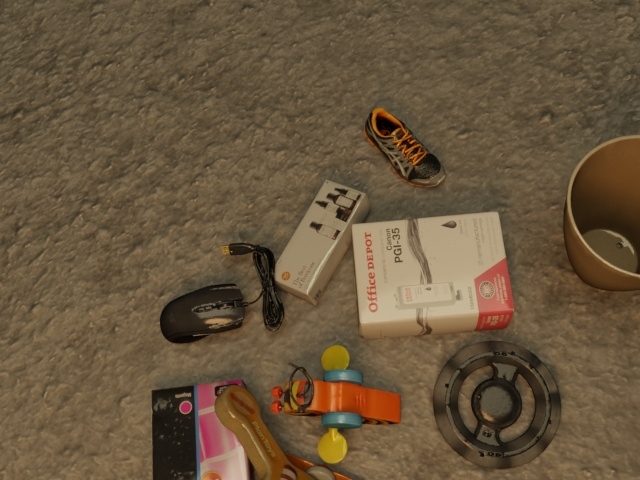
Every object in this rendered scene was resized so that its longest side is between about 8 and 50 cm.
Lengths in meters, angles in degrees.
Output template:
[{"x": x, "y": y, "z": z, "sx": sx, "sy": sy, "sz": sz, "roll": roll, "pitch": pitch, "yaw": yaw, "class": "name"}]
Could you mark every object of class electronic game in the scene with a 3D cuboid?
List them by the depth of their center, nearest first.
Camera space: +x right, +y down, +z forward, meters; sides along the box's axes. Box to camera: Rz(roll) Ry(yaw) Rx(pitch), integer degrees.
[{"x": 0.320, "y": 0.297, "z": 1.368, "sx": 0.230, "sy": 0.048, "sz": 0.229, "roll": -1, "pitch": 77, "yaw": 6, "class": "electronic game"}]

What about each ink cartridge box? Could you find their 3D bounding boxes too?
[{"x": -0.209, "y": 0.442, "z": 1.342, "sx": 0.176, "sy": 0.069, "sz": 0.370, "roll": -8, "pitch": 67, "yaw": 2, "class": "ink cartridge box"}, {"x": 0.205, "y": 0.069, "z": 1.429, "sx": 0.283, "sy": 0.117, "sz": 0.207, "roll": -5, "pitch": 68, "yaw": 3, "class": "ink cartridge box"}]

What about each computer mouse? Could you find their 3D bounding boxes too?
[{"x": -0.205, "y": 0.096, "z": 1.454, "sx": 0.262, "sy": 0.060, "sz": 0.184, "roll": -10, "pitch": 74, "yaw": 15, "class": "computer mouse"}]

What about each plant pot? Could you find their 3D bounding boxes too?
[{"x": 0.542, "y": -0.011, "z": 1.345, "sx": 0.257, "sy": 0.274, "sz": 0.256, "roll": -1, "pitch": 69, "yaw": 4, "class": "plant pot"}]

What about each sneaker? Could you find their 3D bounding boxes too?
[{"x": 0.170, "y": -0.192, "z": 1.552, "sx": 0.215, "sy": 0.083, "sz": 0.084, "roll": 42, "pitch": 76, "yaw": 16, "class": "sneaker"}]

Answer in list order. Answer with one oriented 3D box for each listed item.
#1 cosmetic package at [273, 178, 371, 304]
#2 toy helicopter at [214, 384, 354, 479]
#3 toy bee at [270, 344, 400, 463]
[{"x": 0.000, "y": 0.000, "z": 1.495, "sx": 0.099, "sy": 0.060, "sz": 0.239, "roll": 21, "pitch": 72, "yaw": 28, "class": "cosmetic package"}, {"x": -0.059, "y": 0.398, "z": 1.288, "sx": 0.140, "sy": 0.235, "sz": 0.355, "roll": -45, "pitch": 70, "yaw": 28, "class": "toy helicopter"}, {"x": 0.001, "y": 0.270, "z": 1.324, "sx": 0.162, "sy": 0.298, "sz": 0.195, "roll": -14, "pitch": 42, "yaw": 39, "class": "toy bee"}]
